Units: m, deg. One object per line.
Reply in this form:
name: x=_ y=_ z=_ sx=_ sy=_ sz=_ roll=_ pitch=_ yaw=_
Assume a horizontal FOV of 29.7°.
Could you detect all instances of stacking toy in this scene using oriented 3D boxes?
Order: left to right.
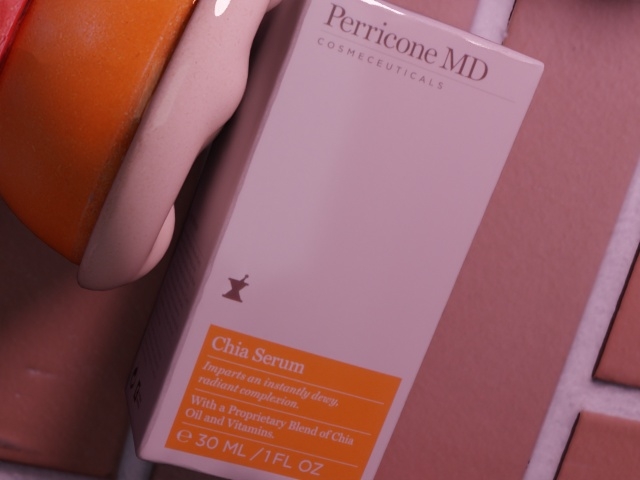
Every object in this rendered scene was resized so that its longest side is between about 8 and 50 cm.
stacking toy: x=-0.285 y=-0.202 z=0.935 sx=0.480 sy=0.350 sz=0.350 roll=25 pitch=100 yaw=-7

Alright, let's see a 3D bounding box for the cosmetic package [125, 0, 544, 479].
cosmetic package: x=0.000 y=0.000 z=1.123 sx=0.230 sy=0.161 sz=0.453 roll=17 pitch=102 yaw=-18
